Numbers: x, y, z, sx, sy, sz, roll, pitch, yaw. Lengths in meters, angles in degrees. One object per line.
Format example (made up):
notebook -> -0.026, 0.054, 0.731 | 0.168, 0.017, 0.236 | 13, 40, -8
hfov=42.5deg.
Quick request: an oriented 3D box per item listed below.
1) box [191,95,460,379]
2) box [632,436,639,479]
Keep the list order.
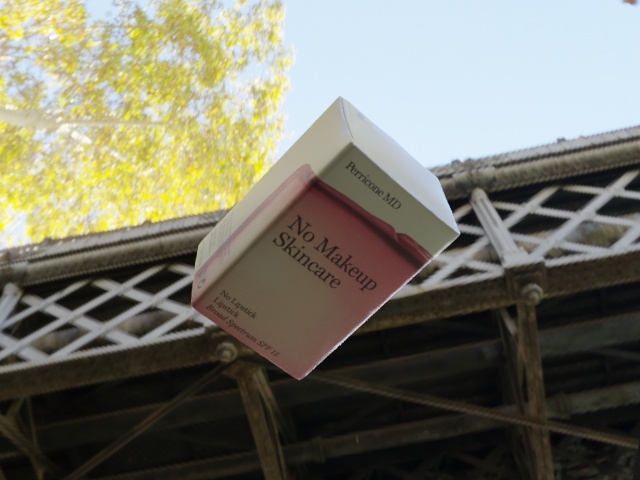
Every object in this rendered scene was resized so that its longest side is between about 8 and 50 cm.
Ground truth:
box -> 0.000, 0.000, 0.830 | 0.148, 0.127, 0.232 | 37, -69, -21
box -> 0.320, 0.137, 0.574 | 0.153, 0.108, 0.207 | -16, -49, -3
